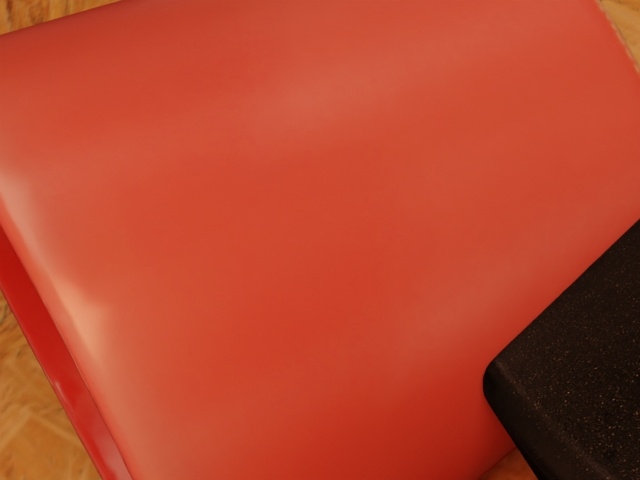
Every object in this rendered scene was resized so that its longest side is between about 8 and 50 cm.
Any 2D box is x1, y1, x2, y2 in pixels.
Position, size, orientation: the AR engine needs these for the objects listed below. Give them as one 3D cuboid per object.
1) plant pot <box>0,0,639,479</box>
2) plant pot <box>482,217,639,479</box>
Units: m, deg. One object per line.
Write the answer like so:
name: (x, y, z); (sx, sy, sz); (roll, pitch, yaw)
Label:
plant pot: (0.000, 0.000, 0.712); (0.243, 0.275, 0.275); (-27, 42, -12)
plant pot: (0.169, 0.074, 0.602); (0.187, 0.188, 0.167); (-43, 35, -13)
